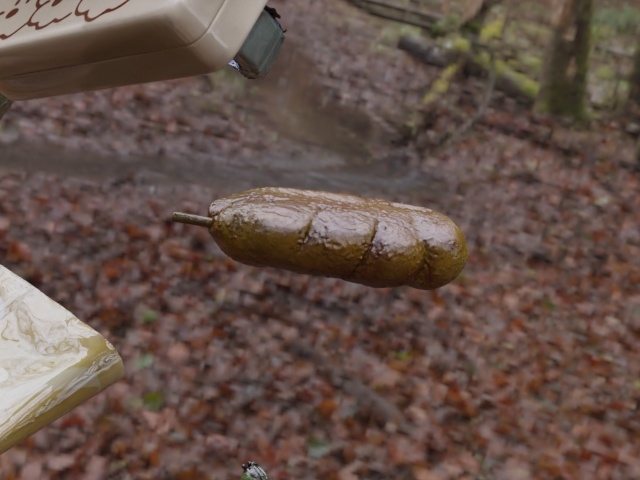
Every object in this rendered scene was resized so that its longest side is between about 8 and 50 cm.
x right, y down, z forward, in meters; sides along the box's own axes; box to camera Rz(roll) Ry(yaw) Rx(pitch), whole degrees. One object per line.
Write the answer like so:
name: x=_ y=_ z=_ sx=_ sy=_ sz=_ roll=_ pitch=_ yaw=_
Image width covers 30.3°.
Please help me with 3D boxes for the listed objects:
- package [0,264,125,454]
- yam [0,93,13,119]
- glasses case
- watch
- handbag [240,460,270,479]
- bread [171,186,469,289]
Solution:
package: x=-0.379 y=0.195 z=1.200 sx=0.221 sy=0.165 sz=0.311 roll=30 pitch=50 yaw=31
yam: x=-0.515 y=-0.260 z=1.754 sx=0.161 sy=0.268 sz=0.161 roll=22 pitch=-26 yaw=12
glasses case: x=-0.185 y=-0.210 z=1.061 sx=0.336 sy=0.144 sz=0.076 roll=-1 pitch=-36 yaw=44
watch: x=-0.186 y=-0.275 z=1.237 sx=0.274 sy=0.068 sz=0.276 roll=27 pitch=-3 yaw=32
handbag: x=-0.102 y=0.401 z=1.875 sx=0.047 sy=0.111 sz=0.072 roll=-15 pitch=6 yaw=-39
bread: x=0.000 y=-0.002 z=1.356 sx=0.344 sy=0.084 sz=0.124 roll=6 pitch=26 yaw=-11
